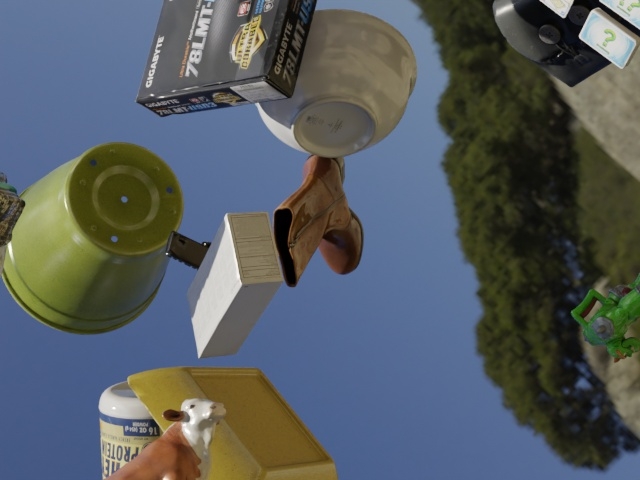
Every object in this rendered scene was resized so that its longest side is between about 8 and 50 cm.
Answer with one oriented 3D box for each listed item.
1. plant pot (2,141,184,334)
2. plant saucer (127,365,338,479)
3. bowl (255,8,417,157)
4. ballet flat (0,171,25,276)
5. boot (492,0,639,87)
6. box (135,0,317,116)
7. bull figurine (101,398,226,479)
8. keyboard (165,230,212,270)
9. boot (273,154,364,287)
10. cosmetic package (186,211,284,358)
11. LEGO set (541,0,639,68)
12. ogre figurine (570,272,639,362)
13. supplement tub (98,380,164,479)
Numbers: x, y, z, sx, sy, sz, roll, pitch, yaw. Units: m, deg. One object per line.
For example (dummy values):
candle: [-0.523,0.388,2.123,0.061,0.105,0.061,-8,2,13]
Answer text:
plant pot: [-0.441,-0.027,2.451,0.367,0.353,0.366,9,-112,-23]
plant saucer: [-0.124,0.327,2.063,0.332,0.081,0.333,47,-162,25]
bowl: [0.021,-0.234,2.015,0.298,0.298,0.134,27,-138,-33]
ballet flat: [-0.497,-0.017,1.689,0.164,0.182,0.483,-2,-173,-14]
boot: [0.440,-0.472,1.974,0.367,0.445,0.146,47,-119,-10]
box: [-0.141,-0.353,1.922,0.293,0.295,0.073,-1,157,38]
bull figurine: [-0.237,0.367,1.746,0.101,0.310,0.188,48,-174,-48]
keyboard: [-0.175,0.039,2.022,0.180,0.023,0.108,27,-156,-13]
boot: [0.000,0.000,2.102,0.096,0.264,0.280,5,-150,13]
cosmetic package: [-0.112,0.061,1.539,0.060,0.239,0.098,-2,-115,-21]
LEGO set: [0.324,-0.351,1.546,0.244,0.182,0.060,43,-127,18]
ogre figurine: [0.400,0.092,1.579,0.097,0.118,0.197,53,179,-8]
supplement tub: [-0.300,0.433,2.292,0.228,0.316,0.228,-2,-174,0]
